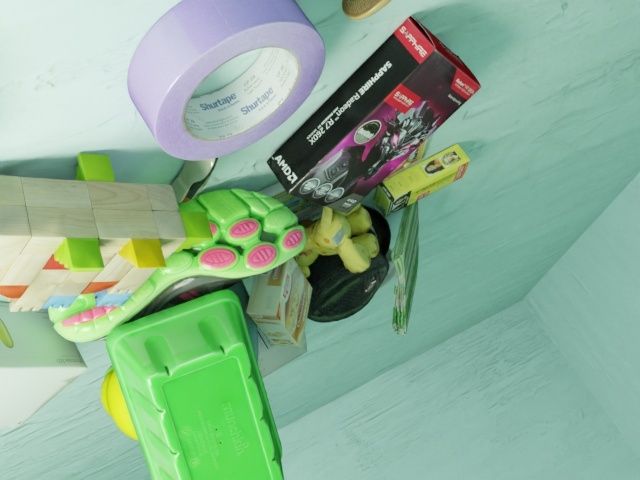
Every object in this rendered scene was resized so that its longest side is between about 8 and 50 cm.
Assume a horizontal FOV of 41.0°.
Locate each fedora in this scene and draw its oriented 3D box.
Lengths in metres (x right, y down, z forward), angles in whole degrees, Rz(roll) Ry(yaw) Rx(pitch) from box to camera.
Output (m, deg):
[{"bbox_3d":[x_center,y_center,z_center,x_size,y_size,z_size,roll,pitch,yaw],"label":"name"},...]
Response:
[{"bbox_3d":[0.041,0.080,1.977,0.334,0.152,0.334,-16,134,-18],"label":"fedora"}]

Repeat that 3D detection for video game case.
[{"bbox_3d":[-0.053,-0.078,1.788,0.227,0.026,0.206,-25,158,-19],"label":"video game case"}]

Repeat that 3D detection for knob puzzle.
[{"bbox_3d":[0.162,-0.177,1.881,0.213,0.030,0.213,-29,160,-12],"label":"knob puzzle"}]

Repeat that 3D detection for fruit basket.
[{"bbox_3d":[-0.243,0.285,1.547,0.283,0.392,0.392,-19,156,-16],"label":"fruit basket"}]

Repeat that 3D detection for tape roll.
[{"bbox_3d":[-0.131,-0.236,1.218,0.275,0.090,0.275,-28,159,-12],"label":"tape roll"}]

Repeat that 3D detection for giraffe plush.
[{"bbox_3d":[0.000,0.000,1.808,0.170,0.181,0.210,-19,179,29],"label":"giraffe plush"}]

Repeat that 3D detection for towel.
[{"bbox_3d":[0.213,0.054,2.148,0.038,0.248,0.325,7,140,13],"label":"towel"}]

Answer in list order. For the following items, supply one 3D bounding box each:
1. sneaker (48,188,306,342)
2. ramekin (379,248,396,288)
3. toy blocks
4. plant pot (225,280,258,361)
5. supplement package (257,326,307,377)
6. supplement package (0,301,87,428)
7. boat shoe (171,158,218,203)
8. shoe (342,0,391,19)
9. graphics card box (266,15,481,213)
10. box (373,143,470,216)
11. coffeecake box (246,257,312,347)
[{"bbox_3d":[-0.262,0.048,1.589,0.482,0.185,0.202,-20,167,-10],"label":"sneaker"},{"bbox_3d":[0.097,0.072,2.236,0.207,0.109,0.207,-30,159,-13],"label":"ramekin"},{"bbox_3d":[-0.397,0.017,1.301,0.381,0.191,0.261,1,151,-40],"label":"toy blocks"},{"bbox_3d":[-0.264,0.208,1.791,0.248,0.252,0.247,-21,156,-33],"label":"plant pot"},{"bbox_3d":[-0.159,0.250,2.191,0.203,0.149,0.194,-30,159,-11],"label":"supplement package"},{"bbox_3d":[-0.584,0.222,1.492,0.204,0.145,0.262,-39,160,15],"label":"supplement package"},{"bbox_3d":[-0.208,-0.111,1.446,0.043,0.049,0.137,-15,155,-49],"label":"boat shoe"},{"bbox_3d":[0.122,-0.400,1.246,0.219,0.076,0.058,-43,153,19],"label":"shoe"},{"bbox_3d":[0.101,-0.216,1.579,0.371,0.094,0.233,-42,155,18],"label":"graphics card box"},{"bbox_3d":[0.240,-0.142,2.036,0.232,0.058,0.087,-27,158,-18],"label":"box"},{"bbox_3d":[-0.082,0.123,1.786,0.068,0.142,0.185,3,154,18],"label":"coffeecake box"}]
